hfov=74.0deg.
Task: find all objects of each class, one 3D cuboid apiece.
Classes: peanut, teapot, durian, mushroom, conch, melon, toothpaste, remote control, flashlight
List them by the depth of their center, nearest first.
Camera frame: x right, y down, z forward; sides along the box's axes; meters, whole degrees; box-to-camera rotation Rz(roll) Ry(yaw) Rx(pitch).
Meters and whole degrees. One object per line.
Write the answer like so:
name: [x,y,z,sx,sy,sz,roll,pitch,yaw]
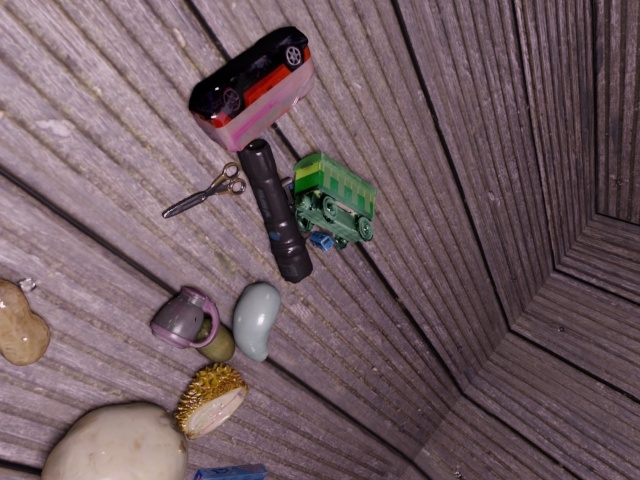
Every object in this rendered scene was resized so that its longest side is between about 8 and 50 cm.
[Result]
peanut: [-0.612,0.152,0.822,0.104,0.086,0.227,-23,123,-18]
mushroom: [-0.497,0.575,1.031,0.315,0.314,0.336,-3,134,-40]
teapot: [-0.330,0.189,1.047,0.116,0.148,0.145,45,67,-48]
flashlight: [-0.114,-0.066,1.123,0.103,0.103,0.423,-34,129,-23]
melon: [-0.286,0.274,1.151,0.099,0.099,0.162,-43,138,-15]
conch: [-0.183,0.224,1.184,0.121,0.185,0.220,14,90,-1]
durian: [-0.311,0.447,1.199,0.249,0.138,0.183,-54,166,8]
remote control: [-0.073,-0.081,1.202,0.059,0.028,0.212,-38,131,-22]
toothpaste: [-0.305,0.809,1.442,0.272,0.053,0.066,25,90,-44]

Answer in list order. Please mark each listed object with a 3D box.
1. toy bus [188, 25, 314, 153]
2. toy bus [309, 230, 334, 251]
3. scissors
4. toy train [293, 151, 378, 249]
toy bus: [-0.144,-0.338,0.947,0.303,0.128,0.147,-43,138,-17]
toy bus: [0.000,0.000,1.270,0.038,0.083,0.046,-42,121,-16]
scissors: [-0.279,-0.110,1.021,0.220,0.017,0.088,-32,130,-23]
toy train: [0.042,-0.102,1.186,0.301,0.120,0.202,24,61,-45]
